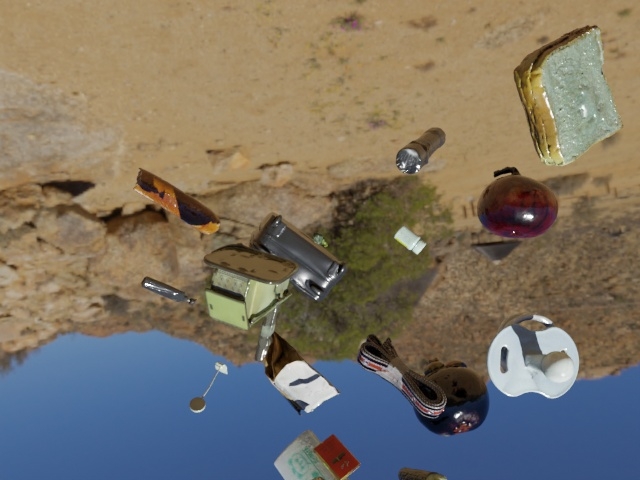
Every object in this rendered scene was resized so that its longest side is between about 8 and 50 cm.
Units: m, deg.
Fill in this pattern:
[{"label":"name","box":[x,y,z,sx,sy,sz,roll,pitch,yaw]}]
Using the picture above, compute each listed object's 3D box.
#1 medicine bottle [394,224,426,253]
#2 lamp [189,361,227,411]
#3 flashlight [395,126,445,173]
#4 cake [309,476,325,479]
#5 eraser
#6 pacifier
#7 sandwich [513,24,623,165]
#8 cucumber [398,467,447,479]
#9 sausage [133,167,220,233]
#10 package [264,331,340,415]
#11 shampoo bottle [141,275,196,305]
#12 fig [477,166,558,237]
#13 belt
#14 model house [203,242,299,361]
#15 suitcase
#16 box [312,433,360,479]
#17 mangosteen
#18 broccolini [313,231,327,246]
[{"label":"medicine bottle","box":[0.250,-0.002,1.680,0.047,0.083,0.047,-47,169,-12]},{"label":"lamp","box":[-0.360,0.478,1.944,0.050,0.056,0.198,21,-137,10]},{"label":"flashlight","box":[0.381,-0.346,2.251,0.103,0.103,0.424,-7,-162,27]},{"label":"cake","box":[-0.020,0.890,2.029,0.135,0.112,0.246,32,142,-8]},{"label":"eraser","box":[-0.019,0.867,2.206,0.189,0.290,0.104,-46,146,1]},{"label":"pacifier","box":[0.640,0.340,1.735,0.300,0.244,0.233,5,179,-13]},{"label":"sandwich","box":[0.638,-0.368,1.548,0.271,0.301,0.099,-34,-157,-25]},{"label":"cucumber","box":[0.329,0.798,2.003,0.074,0.074,0.241,-7,170,-26]},{"label":"sausage","box":[-0.428,-0.112,1.815,0.302,0.076,0.103,34,172,-23]},{"label":"package","box":[-0.101,0.498,2.188,0.221,0.165,0.311,33,166,41]},{"label":"shampoo bottle","box":[-0.367,0.125,1.460,0.137,0.027,0.048,29,147,-31]},{"label":"fig","box":[0.598,-0.108,1.832,0.235,0.214,0.235,31,176,3]},{"label":"belt","box":[0.275,0.463,2.058,0.126,0.094,0.359,-28,-127,-35]},{"label":"model house","box":[-0.206,0.176,1.592,0.218,0.278,0.205,18,-165,15]},{"label":"suitcase","box":[-0.088,0.046,2.201,0.345,0.188,0.339,35,-175,-8]},{"label":"box","box":[0.051,0.691,1.919,0.090,0.023,0.133,-26,-127,-33]},{"label":"mangosteen","box":[0.461,0.553,2.197,0.275,0.275,0.302,-7,-138,-10]},{"label":"broccolini","box":[0.000,0.000,1.831,0.035,0.030,0.140,30,178,11]}]
